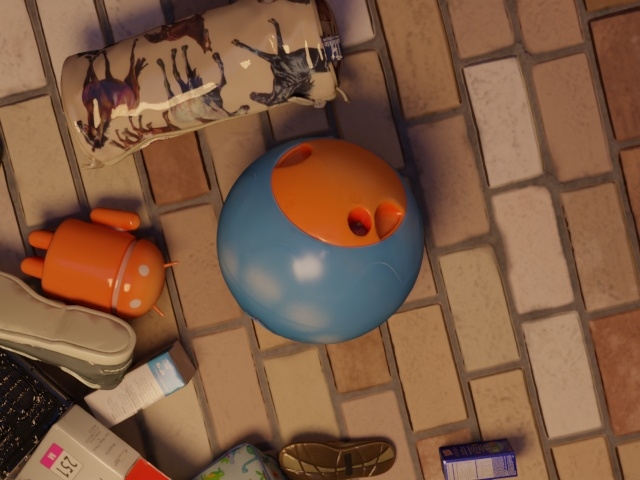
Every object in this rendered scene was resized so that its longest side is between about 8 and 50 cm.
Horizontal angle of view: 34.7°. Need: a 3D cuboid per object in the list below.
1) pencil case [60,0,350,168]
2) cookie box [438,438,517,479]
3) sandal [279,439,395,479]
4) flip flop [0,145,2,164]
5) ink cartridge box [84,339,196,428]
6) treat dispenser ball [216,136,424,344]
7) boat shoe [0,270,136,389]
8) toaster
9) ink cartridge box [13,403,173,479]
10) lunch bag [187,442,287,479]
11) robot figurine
[{"bbox_3d":[-0.167,-0.232,1.474,0.410,0.160,0.183,-17,80,3],"label":"pencil case"},{"bbox_3d":[0.236,0.333,1.546,0.107,0.092,0.040,-7,91,3],"label":"cookie box"},{"bbox_3d":[0.024,0.334,1.577,0.180,0.049,0.072,-2,101,-13],"label":"sandal"},{"bbox_3d":[-0.594,-0.062,1.540,0.277,0.080,0.112,-51,131,-8],"label":"flip flop"},{"bbox_3d":[-0.285,0.225,1.543,0.180,0.104,0.060,-29,94,3],"label":"ink cartridge box"},{"bbox_3d":[0.000,0.000,1.424,0.288,0.288,0.288,0,95,2],"label":"treat dispenser ball"},{"bbox_3d":[-0.420,0.131,1.459,0.319,0.116,0.099,18,130,3],"label":"boat shoe"},{"bbox_3d":[-0.477,0.238,1.546,0.186,0.110,0.168,41,93,-2],"label":"toaster"},{"bbox_3d":[-0.340,0.402,1.524,0.239,0.060,0.275,39,124,-1],"label":"ink cartridge box"},{"bbox_3d":[-0.115,0.425,1.515,0.176,0.090,0.219,-38,51,4],"label":"lunch bag"},{"bbox_3d":[-0.325,0.041,1.517,0.219,0.128,0.158,16,52,0],"label":"robot figurine"}]
